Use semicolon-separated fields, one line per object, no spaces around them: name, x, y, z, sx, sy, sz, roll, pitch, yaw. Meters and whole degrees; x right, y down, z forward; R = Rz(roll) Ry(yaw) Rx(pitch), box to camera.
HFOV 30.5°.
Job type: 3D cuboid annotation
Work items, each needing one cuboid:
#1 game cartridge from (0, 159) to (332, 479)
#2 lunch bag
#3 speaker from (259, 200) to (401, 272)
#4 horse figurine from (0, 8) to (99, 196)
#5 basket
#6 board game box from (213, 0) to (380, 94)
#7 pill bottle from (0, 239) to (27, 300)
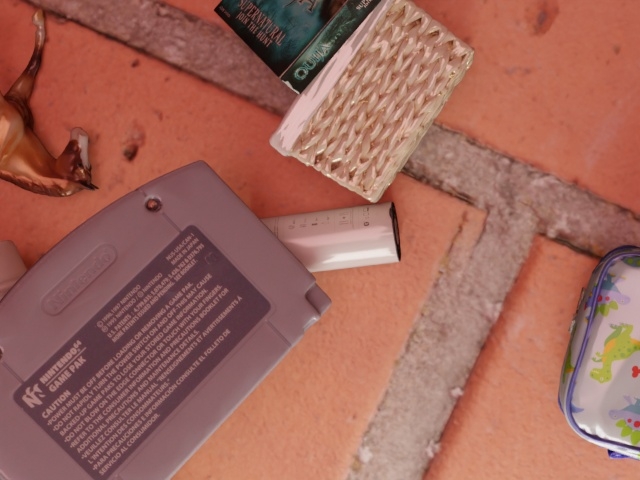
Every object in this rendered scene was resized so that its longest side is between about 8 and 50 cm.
game cartridge;-0.152;0.082;0.940;0.294;0.060;0.196;-45;100;-22
lunch bag;0.314;0.108;0.974;0.219;0.090;0.176;14;94;7
speaker;0.000;0.000;1.032;0.136;0.055;0.055;-8;92;8
horse figurine;-0.340;-0.117;1.049;0.263;0.066;0.174;-6;94;-15
basket;0.048;-0.122;0.991;0.103;0.113;0.167;33;97;3
board game box;-0.016;-0.206;0.972;0.026;0.186;0.126;37;98;-34
pill bottle;-0.263;0.178;1.010;0.188;0.188;0.334;-25;89;8
